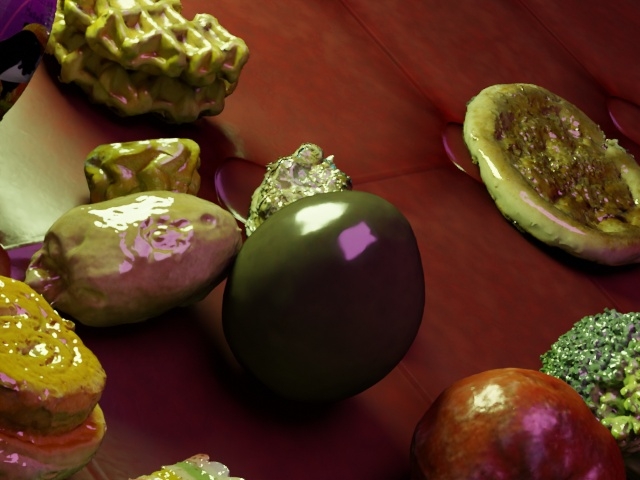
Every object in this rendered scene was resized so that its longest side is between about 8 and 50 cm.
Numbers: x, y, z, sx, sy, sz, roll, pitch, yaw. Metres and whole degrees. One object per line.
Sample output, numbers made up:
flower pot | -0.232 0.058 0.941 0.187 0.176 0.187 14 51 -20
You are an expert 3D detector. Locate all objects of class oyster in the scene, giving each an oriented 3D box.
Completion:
oyster | 0.004 -0.004 1.984 0.198 0.092 0.260 11 43 -28

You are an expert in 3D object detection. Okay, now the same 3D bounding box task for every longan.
longan | 0.010 0.058 1.759 0.248 0.248 0.248 24 35 -18

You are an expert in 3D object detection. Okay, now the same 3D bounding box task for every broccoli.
broccoli | 0.415 0.260 1.957 0.353 0.275 0.397 1 65 -18

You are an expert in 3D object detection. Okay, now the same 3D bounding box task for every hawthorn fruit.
hawthorn fruit | 0.198 0.244 1.742 0.241 0.242 0.272 25 13 -16

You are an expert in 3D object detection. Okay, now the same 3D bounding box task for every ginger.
ginger | -0.189 0.019 1.729 0.267 0.152 0.138 -5 59 -40

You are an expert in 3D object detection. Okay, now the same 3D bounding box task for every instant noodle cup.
instant noodle cup | -0.419 -0.249 1.779 0.190 0.251 0.251 25 34 -32

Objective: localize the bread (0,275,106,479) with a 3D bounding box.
bread | -0.304 0.127 1.496 0.236 0.120 0.198 44 21 17

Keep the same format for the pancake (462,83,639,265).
pancake | 0.375 -0.106 2.462 0.382 0.071 0.382 24 36 -18

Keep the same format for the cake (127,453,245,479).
cake | -0.076 0.284 1.549 0.225 0.090 0.109 47 38 18

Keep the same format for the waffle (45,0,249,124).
waffle | -0.240 -0.292 2.064 0.261 0.151 0.324 2 42 -34

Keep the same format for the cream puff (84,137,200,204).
cream puff | -0.201 -0.059 1.845 0.146 0.146 0.116 -4 89 -45
